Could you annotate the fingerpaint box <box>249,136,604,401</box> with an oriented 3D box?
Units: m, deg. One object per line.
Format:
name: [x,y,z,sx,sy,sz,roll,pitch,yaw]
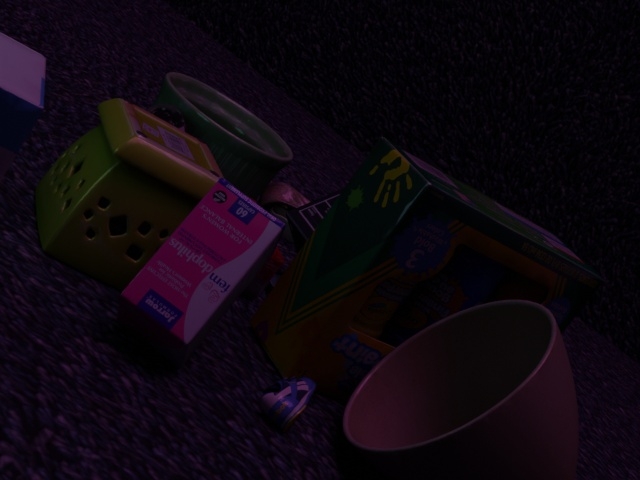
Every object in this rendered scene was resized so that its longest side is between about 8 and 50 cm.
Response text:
fingerpaint box: [0.177,0.099,1.917,0.445,0.371,0.163,26,17,-38]

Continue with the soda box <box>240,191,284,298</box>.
soda box: [-0.144,-0.004,2.083,0.083,0.092,0.263,30,15,-26]

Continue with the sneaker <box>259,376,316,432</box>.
sneaker: [-0.046,0.215,1.671,0.059,0.053,0.144,34,13,2]

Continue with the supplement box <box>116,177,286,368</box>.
supplement box: [-0.159,0.043,1.593,0.111,0.220,0.114,36,-24,4]

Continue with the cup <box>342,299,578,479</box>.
cup: [0.231,0.274,1.690,0.237,0.331,0.331,58,7,-18]

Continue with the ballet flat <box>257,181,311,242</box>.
ballet flat: [0.000,0.000,2.446,0.316,0.107,0.106,31,33,6]

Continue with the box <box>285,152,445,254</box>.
box: [0.135,0.029,2.154,0.296,0.294,0.182,-127,-162,-51]

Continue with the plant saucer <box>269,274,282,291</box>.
plant saucer: [-0.046,0.104,2.105,0.119,0.021,0.119,33,14,-9]

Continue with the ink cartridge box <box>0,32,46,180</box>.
ink cartridge box: [-0.455,-0.111,1.326,0.197,0.270,0.198,28,15,-22]

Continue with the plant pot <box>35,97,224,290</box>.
plant pot: [-0.267,-0.065,1.759,0.227,0.207,0.228,28,15,-27]

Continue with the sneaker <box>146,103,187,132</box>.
sneaker: [-0.263,-0.126,2.183,0.101,0.106,0.267,-6,51,-11]

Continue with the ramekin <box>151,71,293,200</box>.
ramekin: [-0.220,-0.193,2.414,0.303,0.148,0.303,33,14,-9]
